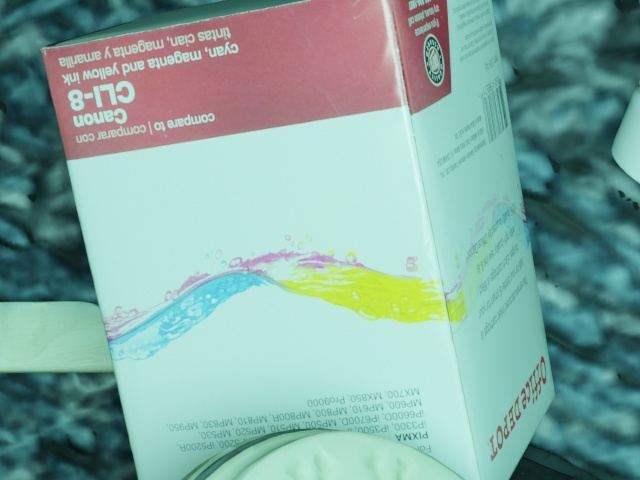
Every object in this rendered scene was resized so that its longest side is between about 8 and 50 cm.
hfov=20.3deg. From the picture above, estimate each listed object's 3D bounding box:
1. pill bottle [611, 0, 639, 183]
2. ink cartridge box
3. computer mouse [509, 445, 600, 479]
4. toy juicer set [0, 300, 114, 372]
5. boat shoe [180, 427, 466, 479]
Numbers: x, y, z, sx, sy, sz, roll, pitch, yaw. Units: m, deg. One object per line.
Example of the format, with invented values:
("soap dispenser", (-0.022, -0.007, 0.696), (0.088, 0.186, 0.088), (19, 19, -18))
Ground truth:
("pill bottle", (0.164, -0.093, 0.570), (0.108, 0.108, 0.180), (25, 109, 11))
("ink cartridge box", (0.000, 0.000, 0.635), (0.127, 0.128, 0.176), (-8, 100, 20))
("computer mouse", (0.139, 0.119, 0.656), (0.262, 0.060, 0.184), (25, 110, 11))
("toy juicer set", (-0.237, -0.053, 0.720), (0.209, 0.089, 0.329), (-23, 96, 21))
("boat shoe", (0.110, 0.263, 0.578), (0.500, 0.187, 0.156), (44, 140, -8))
